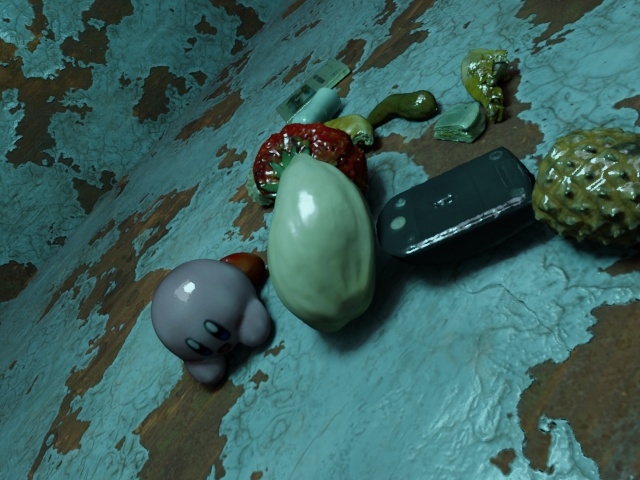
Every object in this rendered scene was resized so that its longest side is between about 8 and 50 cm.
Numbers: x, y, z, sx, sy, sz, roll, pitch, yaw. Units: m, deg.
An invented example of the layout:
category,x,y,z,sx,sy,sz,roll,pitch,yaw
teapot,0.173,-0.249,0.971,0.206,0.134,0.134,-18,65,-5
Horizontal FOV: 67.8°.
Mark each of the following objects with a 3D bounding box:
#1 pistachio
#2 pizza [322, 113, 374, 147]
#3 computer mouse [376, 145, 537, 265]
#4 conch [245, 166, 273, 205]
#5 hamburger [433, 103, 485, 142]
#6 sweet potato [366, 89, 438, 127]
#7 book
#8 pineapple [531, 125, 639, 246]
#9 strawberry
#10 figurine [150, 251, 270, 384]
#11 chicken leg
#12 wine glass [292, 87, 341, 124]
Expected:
category,x,y,z,sx,sy,sz,roll,pitch,yaw
pistachio,0.000,0.000,0.865,0.226,0.208,0.332,-14,82,49
pizza,0.063,-0.281,1.277,0.271,0.056,0.134,14,74,59
computer mouse,0.232,-0.038,0.806,0.269,0.100,0.170,-24,41,20
conch,-0.124,-0.179,1.363,0.155,0.130,0.207,14,32,15
hamburger,0.300,-0.257,1.020,0.084,0.054,0.121,-53,27,-10
sweet potato,0.200,-0.335,1.204,0.233,0.062,0.081,4,59,52
book,-0.035,-0.535,1.701,0.282,0.025,0.215,-42,32,6
pineapple,0.440,-0.044,0.568,0.340,0.169,0.169,24,71,46
strawberry,-0.009,-0.159,1.083,0.238,0.250,0.288,-33,9,27
figurine,-0.253,0.138,1.022,0.269,0.211,0.261,-40,33,7
chicken leg,0.365,-0.336,1.019,0.101,0.085,0.207,-17,49,17
wine glass,-0.029,-0.350,1.423,0.103,0.103,0.231,3,51,48
